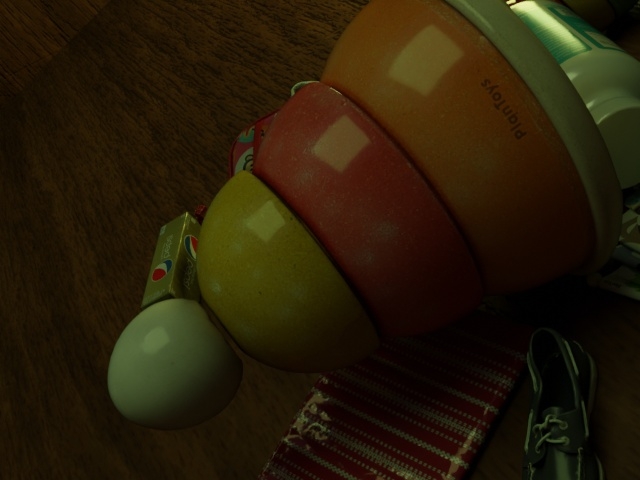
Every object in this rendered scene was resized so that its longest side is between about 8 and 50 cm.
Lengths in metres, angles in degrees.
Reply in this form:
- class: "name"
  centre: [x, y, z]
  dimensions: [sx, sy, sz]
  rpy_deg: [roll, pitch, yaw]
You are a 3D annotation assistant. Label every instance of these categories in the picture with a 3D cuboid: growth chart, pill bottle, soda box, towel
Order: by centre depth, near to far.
- class: "growth chart"
  centre: [0.354, -0.029, 0.967]
  dimensions: [0.237, 0.021, 0.172]
  rpy_deg: [-53, 31, -16]
- class: "towel"
  centre: [0.076, 0.171, 1.004]
  dimensions: [0.198, 0.031, 0.275]
  rpy_deg: [19, 67, 38]
- class: "pill bottle"
  centre: [0.269, -0.154, 1.093]
  dimensions: [0.146, 0.146, 0.264]
  rpy_deg: [-38, 31, 11]
- class: "soda box"
  centre: [-0.212, 0.045, 1.503]
  dimensions: [0.058, 0.061, 0.181]
  rpy_deg: [-28, 34, 25]

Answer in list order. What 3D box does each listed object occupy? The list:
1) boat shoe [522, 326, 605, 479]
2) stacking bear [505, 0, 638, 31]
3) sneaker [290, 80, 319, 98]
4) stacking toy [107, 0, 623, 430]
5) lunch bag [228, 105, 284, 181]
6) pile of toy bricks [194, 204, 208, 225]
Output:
- class: "boat shoe"
  centre: [0.198, 0.165, 0.872]
  dimensions: [0.075, 0.065, 0.206]
  rpy_deg: [-21, 38, 34]
- class: "stacking bear"
  centre: [0.305, -0.317, 1.250]
  dimensions: [0.289, 0.175, 0.164]
  rpy_deg: [-49, 34, 9]
- class: "sneaker"
  centre: [0.025, -0.172, 1.455]
  dimensions: [0.094, 0.091, 0.258]
  rpy_deg: [-50, 31, -9]
- class: "stacking toy"
  centre: [0.000, 0.000, 0.948]
  dimensions: [0.480, 0.351, 0.350]
  rpy_deg: [-35, 30, -8]
- class: "lunch bag"
  centre: [-0.018, -0.040, 1.275]
  dimensions: [0.258, 0.120, 0.293]
  rpy_deg: [-22, 52, 26]
- class: "pile of toy bricks"
  centre: [-0.096, -0.050, 1.438]
  dimensions: [0.212, 0.105, 0.118]
  rpy_deg: [9, 59, 53]
